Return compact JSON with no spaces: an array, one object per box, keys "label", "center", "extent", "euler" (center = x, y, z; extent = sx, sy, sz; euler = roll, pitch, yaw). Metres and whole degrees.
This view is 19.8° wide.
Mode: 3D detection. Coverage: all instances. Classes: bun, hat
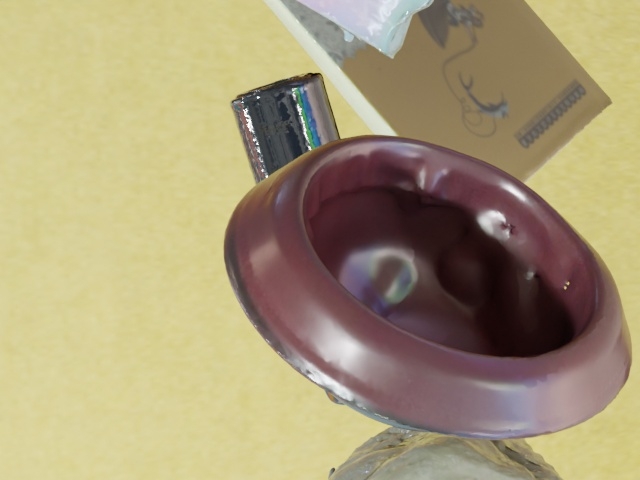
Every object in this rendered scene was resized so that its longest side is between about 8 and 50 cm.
[{"label":"bun","center":[0.095,0.261,1.411],"extent":[0.204,0.281,0.282],"euler":[-8,86,-6]},{"label":"hat","center":[0.048,0.034,0.890],"extent":[0.205,0.205,0.089],"euler":[42,131,25]}]

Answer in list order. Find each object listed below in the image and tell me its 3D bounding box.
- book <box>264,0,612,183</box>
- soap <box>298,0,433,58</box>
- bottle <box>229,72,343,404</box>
[{"label":"book","center":[0.078,-0.213,1.685],"extent":[0.389,0.269,0.032],"euler":[49,138,0]},{"label":"soap","center":[0.020,-0.134,0.579],"extent":[0.100,0.056,0.149],"euler":[-123,52,-70]},{"label":"bottle","center":[0.000,0.000,1.368],"extent":[0.072,0.082,0.244],"euler":[-14,99,26]}]
